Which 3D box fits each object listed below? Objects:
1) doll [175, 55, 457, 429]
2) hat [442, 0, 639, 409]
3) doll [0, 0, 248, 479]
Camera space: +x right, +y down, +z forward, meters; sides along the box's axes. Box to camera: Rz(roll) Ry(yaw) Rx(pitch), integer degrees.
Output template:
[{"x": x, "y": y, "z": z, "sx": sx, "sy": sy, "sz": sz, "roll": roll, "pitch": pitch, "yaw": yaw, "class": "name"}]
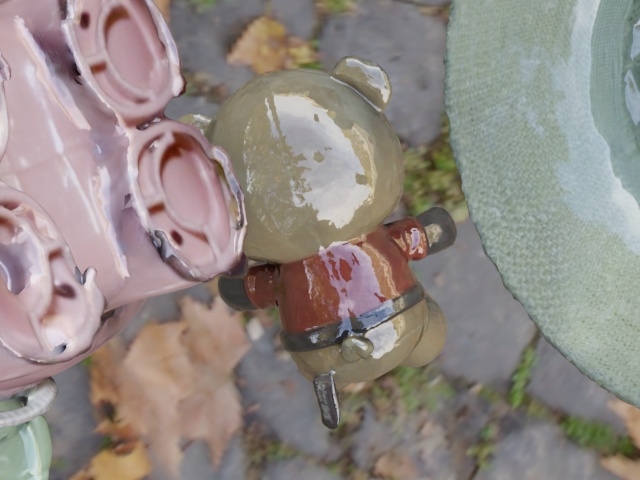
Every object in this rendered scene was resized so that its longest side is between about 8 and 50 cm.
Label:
[{"x": 0.000, "y": 0.000, "z": 1.731, "sx": 0.235, "sy": 0.174, "sz": 0.330, "roll": -19, "pitch": 103, "yaw": 11, "class": "doll"}, {"x": 0.183, "y": -0.061, "z": 0.707, "sx": 0.257, "sy": 0.130, "sz": 0.257, "roll": 10, "pitch": 104, "yaw": 43, "class": "hat"}, {"x": -0.177, "y": -0.006, "z": 0.732, "sx": 0.268, "sy": 0.216, "sz": 0.284, "roll": -20, "pitch": 94, "yaw": 31, "class": "doll"}]
